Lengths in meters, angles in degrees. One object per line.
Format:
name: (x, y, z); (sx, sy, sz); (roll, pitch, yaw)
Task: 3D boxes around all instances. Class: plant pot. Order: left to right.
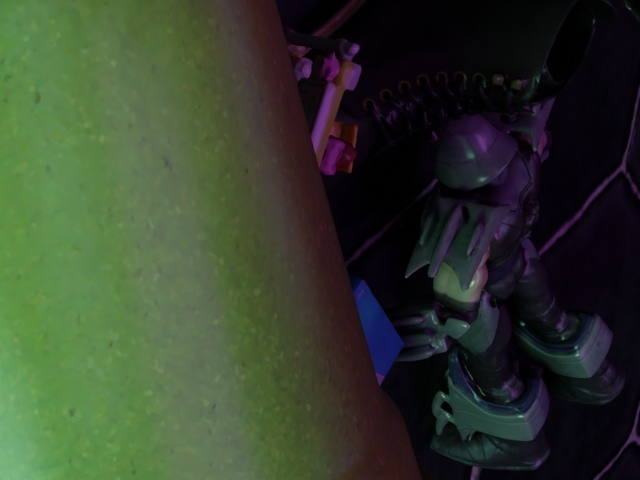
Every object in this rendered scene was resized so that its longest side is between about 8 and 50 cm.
plant pot: (-0.095, 0.014, 0.680); (0.276, 0.276, 0.253); (-26, 115, -48)

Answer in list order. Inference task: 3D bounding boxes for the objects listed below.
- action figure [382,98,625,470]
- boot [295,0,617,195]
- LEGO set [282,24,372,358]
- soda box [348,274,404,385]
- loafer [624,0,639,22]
action figure: (0.097, 0.020, 1.074); (0.185, 0.099, 0.285); (-52, 143, -28)
boot: (0.046, -0.068, 0.924); (0.198, 0.137, 0.077); (-60, 145, -15)
LEGO set: (0.000, 0.000, 0.836); (0.132, 0.107, 0.287); (-9, 105, -32)
soda box: (-0.042, 0.112, 0.948); (0.210, 0.067, 0.071); (-58, 144, -19)
loafer: (0.218, -0.195, 1.138); (0.366, 0.134, 0.130); (7, 104, -46)
